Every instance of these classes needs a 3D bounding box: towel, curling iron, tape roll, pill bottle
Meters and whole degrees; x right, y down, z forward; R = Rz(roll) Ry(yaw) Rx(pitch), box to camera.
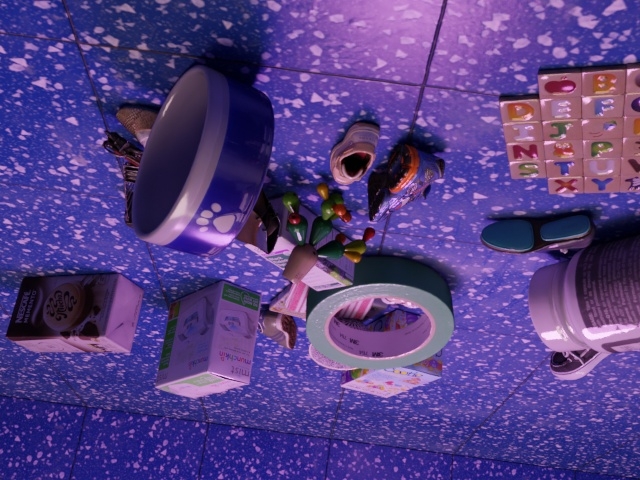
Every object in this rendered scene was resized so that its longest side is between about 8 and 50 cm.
[{"bbox_3d":[0.028,0.119,1.941,0.197,0.029,0.144,9,140,-13],"label":"towel"},{"bbox_3d":[-0.244,-0.096,1.431,0.274,0.035,0.068,34,-176,-22],"label":"curling iron"},{"bbox_3d":[0.129,0.165,1.884,0.322,0.077,0.321,1,138,1],"label":"tape roll"},{"bbox_3d":[0.573,0.093,1.555,0.204,0.204,0.361,27,149,-36],"label":"pill bottle"}]

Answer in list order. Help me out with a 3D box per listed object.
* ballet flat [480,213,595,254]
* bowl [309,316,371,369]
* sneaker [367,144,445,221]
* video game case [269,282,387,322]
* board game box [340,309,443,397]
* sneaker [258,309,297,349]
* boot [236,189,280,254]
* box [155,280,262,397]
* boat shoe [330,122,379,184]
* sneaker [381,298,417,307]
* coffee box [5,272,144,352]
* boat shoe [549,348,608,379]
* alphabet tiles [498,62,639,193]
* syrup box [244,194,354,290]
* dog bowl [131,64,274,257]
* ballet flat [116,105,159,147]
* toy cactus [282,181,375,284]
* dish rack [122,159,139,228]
[{"bbox_3d":[0.395,-0.004,1.562,0.203,0.074,0.074,-7,152,24],"label":"ballet flat"},{"bbox_3d":[0.057,0.233,2.081,0.170,0.080,0.170,0,140,0],"label":"bowl"},{"bbox_3d":[0.139,-0.084,1.449,0.087,0.083,0.221,6,160,-17],"label":"sneaker"},{"bbox_3d":[0.016,0.154,2.067,0.227,0.026,0.206,15,154,-18],"label":"video game case"},{"bbox_3d":[0.179,0.290,2.174,0.144,0.142,0.275,17,154,-20],"label":"board game box"},{"bbox_3d":[-0.117,0.222,2.219,0.086,0.064,0.192,10,156,13],"label":"sneaker"},{"bbox_3d":[-0.104,-0.065,1.499,0.106,0.082,0.219,33,142,6],"label":"boot"},{"bbox_3d":[-0.273,0.249,2.112,0.127,0.231,0.262,23,152,-31],"label":"box"},{"bbox_3d":[0.050,-0.127,1.400,0.063,0.059,0.170,11,155,-7],"label":"boat shoe"},{"bbox_3d":[0.188,0.125,1.936,0.109,0.040,0.043,2,153,12],"label":"sneaker"},{"bbox_3d":[-0.608,0.183,2.139,0.297,0.168,0.119,-4,153,22],"label":"coffee box"},{"bbox_3d":[0.597,0.226,1.954,0.105,0.113,0.306,21,150,-13],"label":"boat shoe"},{"bbox_3d":[0.421,-0.155,1.290,0.285,0.011,0.342,0,154,17],"label":"alphabet tiles"},{"bbox_3d":[-0.036,0.009,1.679,0.093,0.096,0.237,-13,149,34],"label":"syrup box"},{"bbox_3d":[-0.174,-0.112,1.252,0.104,0.264,0.265,19,153,-28],"label":"dog bowl"},{"bbox_3d":[-0.234,-0.159,1.403,0.206,0.067,0.073,15,154,-16],"label":"ballet flat"},{"bbox_3d":[0.000,0.000,1.559,0.112,0.180,0.219,31,179,42],"label":"toy cactus"},{"bbox_3d":[-0.263,-0.084,1.578,0.209,0.074,0.271,9,154,-6],"label":"dish rack"}]
